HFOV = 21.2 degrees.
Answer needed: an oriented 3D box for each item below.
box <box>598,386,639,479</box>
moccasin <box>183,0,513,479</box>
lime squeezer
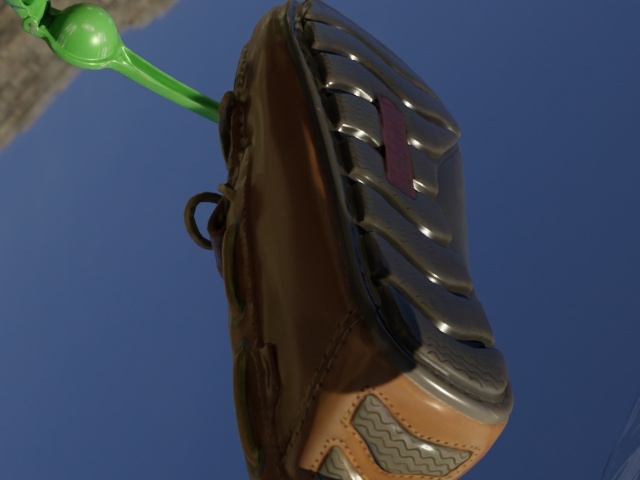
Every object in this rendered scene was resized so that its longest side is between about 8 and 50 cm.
[{"bbox_3d":[0.173,-0.012,0.513,0.307,0.076,0.242,-61,173,-26],"label":"box"},{"bbox_3d":[0.002,0.001,0.871,0.147,0.139,0.380,-45,-147,24],"label":"moccasin"},{"bbox_3d":[-0.168,-0.179,1.227,0.110,0.310,0.059,-28,-151,16],"label":"lime squeezer"}]
